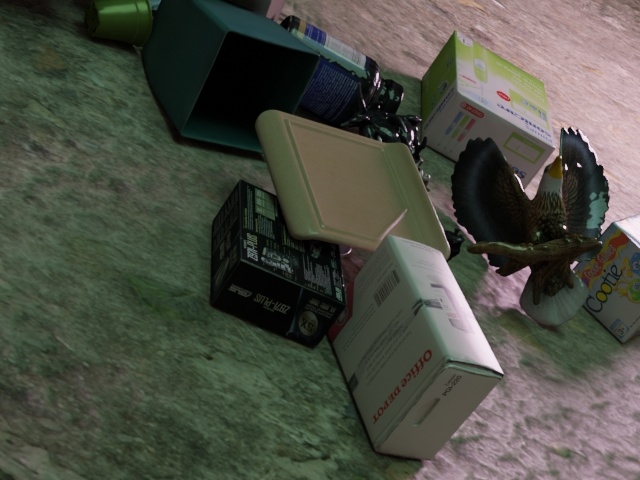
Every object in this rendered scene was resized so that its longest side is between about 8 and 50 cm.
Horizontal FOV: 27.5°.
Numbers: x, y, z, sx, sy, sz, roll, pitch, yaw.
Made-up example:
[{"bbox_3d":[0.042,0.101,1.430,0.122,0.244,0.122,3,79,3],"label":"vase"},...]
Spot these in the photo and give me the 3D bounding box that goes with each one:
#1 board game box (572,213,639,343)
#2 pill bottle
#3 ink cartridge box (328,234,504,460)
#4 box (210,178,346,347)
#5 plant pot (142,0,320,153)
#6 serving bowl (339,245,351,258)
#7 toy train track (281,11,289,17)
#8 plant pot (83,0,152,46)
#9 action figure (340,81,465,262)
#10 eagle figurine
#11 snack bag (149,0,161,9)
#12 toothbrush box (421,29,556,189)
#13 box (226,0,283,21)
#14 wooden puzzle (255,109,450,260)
[{"bbox_3d":[0.543,0.048,2.162,0.142,0.144,0.275,46,31,20],"label":"board game box"},{"bbox_3d":[0.017,-0.256,2.086,0.219,0.123,0.123,28,29,-15],"label":"pill bottle"},{"bbox_3d":[0.105,0.126,1.550,0.092,0.158,0.218,17,33,-31],"label":"ink cartridge box"},{"bbox_3d":[-0.054,0.027,1.618,0.147,0.077,0.180,24,29,-20],"label":"box"},{"bbox_3d":[-0.151,-0.262,1.885,0.165,0.166,0.234,9,27,-39],"label":"plant pot"},{"bbox_3d":[0.000,0.000,1.772,0.083,0.027,0.083,26,29,-16],"label":"serving bowl"},{"bbox_3d":[-0.074,-0.402,2.332,0.083,0.014,0.048,28,21,-25],"label":"toy train track"},{"bbox_3d":[-0.299,-0.323,1.906,0.079,0.083,0.083,-6,47,-36],"label":"plant pot"},{"bbox_3d":[0.098,-0.089,1.905,0.164,0.141,0.276,-1,60,-45],"label":"action figure"},{"bbox_3d":[0.337,-0.043,2.000,0.226,0.225,0.298,36,21,-17],"label":"eagle figurine"},{"bbox_3d":[-0.297,-0.491,2.202,0.342,0.037,0.323,47,31,18],"label":"snack bag"},{"bbox_3d":[0.297,-0.233,2.357,0.206,0.122,0.283,29,30,-11],"label":"toothbrush box"},{"bbox_3d":[-0.111,-0.387,2.013,0.113,0.094,0.275,34,-16,-3],"label":"box"},{"bbox_3d":[0.038,-0.064,1.717,0.238,0.044,0.221,9,45,-32],"label":"wooden puzzle"}]
